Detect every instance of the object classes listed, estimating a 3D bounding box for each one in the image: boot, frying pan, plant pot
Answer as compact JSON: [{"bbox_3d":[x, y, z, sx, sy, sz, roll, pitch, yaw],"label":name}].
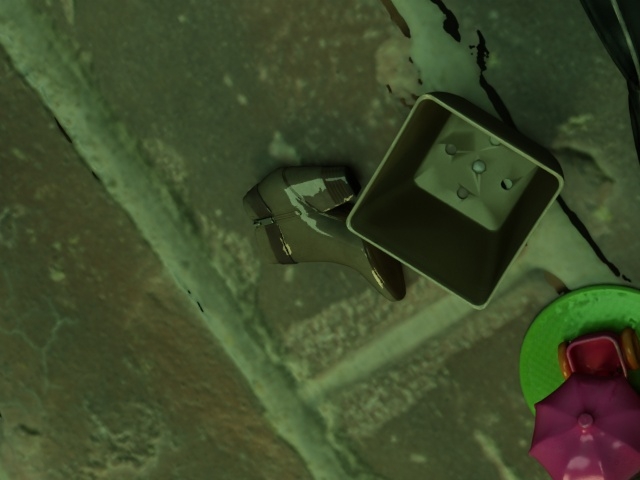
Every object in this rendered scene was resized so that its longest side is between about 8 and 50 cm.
[{"bbox_3d":[0.000,0.000,1.360,0.087,0.042,0.118,-20,100,26],"label":"boot"},{"bbox_3d":[0.192,-0.128,1.186,0.053,0.197,0.326,-26,100,5],"label":"frying pan"},{"bbox_3d":[0.098,-0.038,1.287,0.109,0.096,0.109,32,113,4],"label":"plant pot"}]

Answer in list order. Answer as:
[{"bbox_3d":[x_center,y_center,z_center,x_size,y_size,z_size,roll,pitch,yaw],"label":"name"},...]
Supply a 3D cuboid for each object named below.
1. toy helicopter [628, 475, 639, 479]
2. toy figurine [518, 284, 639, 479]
[{"bbox_3d":[0.273,0.088,1.170,0.235,0.355,0.140,19,139,46],"label":"toy helicopter"},{"bbox_3d":[0.191,0.135,1.282,0.130,0.159,0.173,-13,103,19],"label":"toy figurine"}]
